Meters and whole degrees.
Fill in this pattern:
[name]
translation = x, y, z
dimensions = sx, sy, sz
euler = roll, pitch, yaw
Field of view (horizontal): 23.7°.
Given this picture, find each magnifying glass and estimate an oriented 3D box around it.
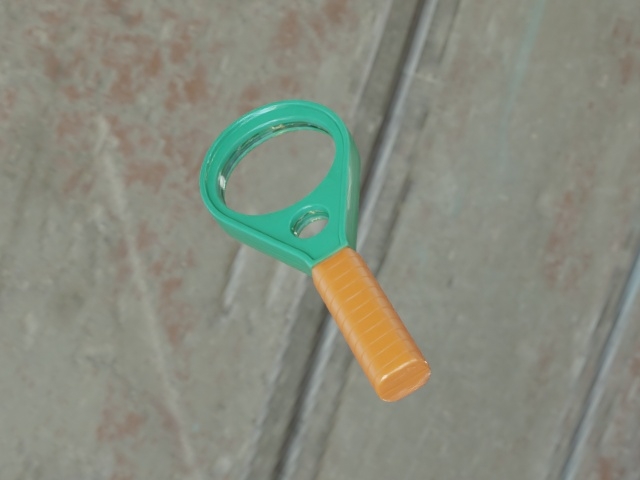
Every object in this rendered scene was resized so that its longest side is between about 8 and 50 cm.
[magnifying glass]
translation = 0.000, 0.000, 0.819
dimensions = 0.092, 0.231, 0.026
euler = -30, 132, 0
